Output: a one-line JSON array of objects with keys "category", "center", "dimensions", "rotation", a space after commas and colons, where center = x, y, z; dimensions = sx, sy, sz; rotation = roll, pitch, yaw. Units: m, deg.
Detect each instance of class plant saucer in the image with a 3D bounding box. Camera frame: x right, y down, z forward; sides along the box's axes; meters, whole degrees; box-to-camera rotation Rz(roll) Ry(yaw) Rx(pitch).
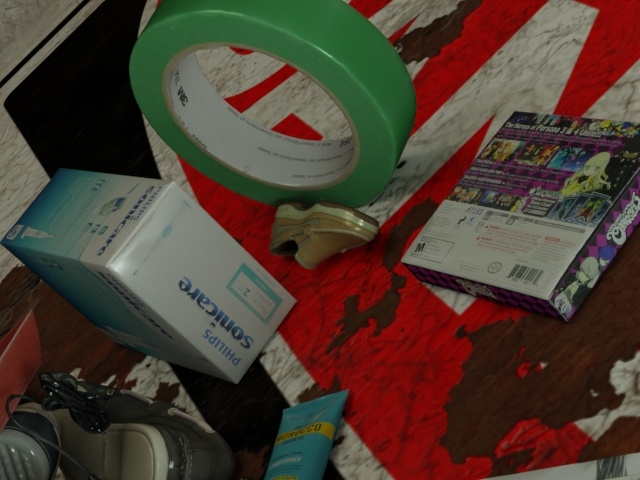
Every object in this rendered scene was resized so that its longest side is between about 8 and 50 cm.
[{"category": "plant saucer", "center": [-0.387, 0.224, 1.468], "dimensions": [0.258, 0.048, 0.259], "rotation": [-43, 16, 31]}]

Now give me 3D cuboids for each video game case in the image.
[{"category": "video game case", "center": [0.212, -0.032, 1.397], "dimensions": [0.210, 0.042, 0.232], "rotation": [-53, 30, -15]}]

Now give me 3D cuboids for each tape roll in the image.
[{"category": "tape roll", "center": [-0.055, -0.162, 1.613], "dimensions": [0.321, 0.321, 0.077], "rotation": [-12, 44, 44]}]

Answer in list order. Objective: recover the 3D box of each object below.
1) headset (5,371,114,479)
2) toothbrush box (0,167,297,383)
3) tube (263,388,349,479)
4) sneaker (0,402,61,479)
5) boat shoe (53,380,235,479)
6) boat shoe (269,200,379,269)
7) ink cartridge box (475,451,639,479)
[{"category": "headset", "center": [-0.229, 0.311, 1.338], "dimensions": [0.243, 0.185, 0.394], "rotation": [-13, 65, 8]}, {"category": "toothbrush box", "center": [-0.203, 0.035, 1.655], "dimensions": [0.126, 0.216, 0.295], "rotation": [-54, 30, -17]}, {"category": "tube", "center": [-0.025, 0.224, 1.364], "dimensions": [0.080, 0.052, 0.207], "rotation": [-16, 32, 25]}, {"category": "sneaker", "center": [-0.389, 0.315, 1.617], "dimensions": [0.321, 0.126, 0.127], "rotation": [-48, 7, 20]}, {"category": "boat shoe", "center": [-0.204, 0.222, 1.563], "dimensions": [0.335, 0.095, 0.112], "rotation": [8, 93, 59]}, {"category": "boat shoe", "center": [0.000, 0.000, 1.614], "dimensions": [0.190, 0.068, 0.072], "rotation": [-1, 62, 64]}, {"category": "ink cartridge box", "center": [0.237, 0.231, 0.835], "dimensions": [0.307, 0.223, 0.129], "rotation": [-18, 39, 39]}]
